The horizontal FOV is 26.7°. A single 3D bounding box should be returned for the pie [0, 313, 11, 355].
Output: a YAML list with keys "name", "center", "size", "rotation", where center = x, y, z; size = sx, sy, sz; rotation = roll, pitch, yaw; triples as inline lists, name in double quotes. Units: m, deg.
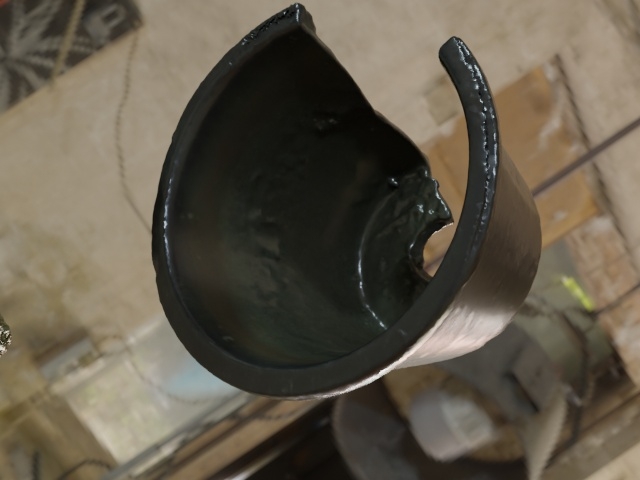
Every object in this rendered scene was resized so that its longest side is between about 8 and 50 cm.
- name: "pie"
  center: [-0.587, 0.089, 2.001]
  size: [0.277, 0.078, 0.277]
  rotation: [22, -34, 16]

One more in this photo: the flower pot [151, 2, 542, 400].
- name: "flower pot"
  center: [0.051, -0.008, 1.271]
  size: [0.251, 0.379, 0.379]
  rotation: [25, 24, -51]
